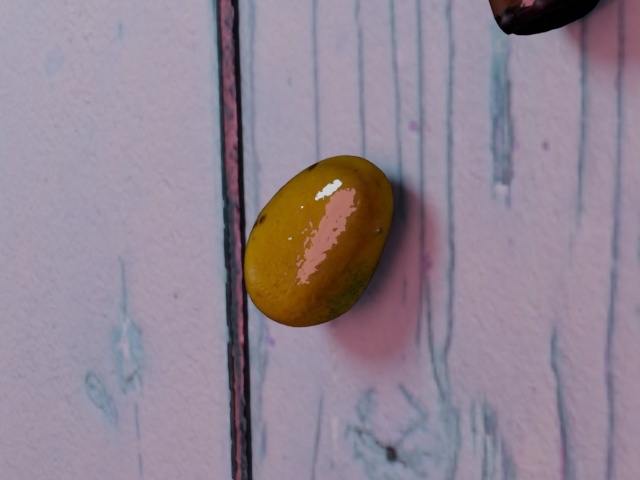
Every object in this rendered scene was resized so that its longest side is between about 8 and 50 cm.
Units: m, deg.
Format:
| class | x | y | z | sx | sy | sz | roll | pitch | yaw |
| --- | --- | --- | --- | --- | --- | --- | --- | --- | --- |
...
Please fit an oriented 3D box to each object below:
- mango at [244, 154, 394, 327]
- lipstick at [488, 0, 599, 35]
| class | x | y | z | sx | sy | sz | roll | pitch | yaw |
| --- | --- | --- | --- | --- | --- | --- | --- | --- | --- |
| mango | 0.000 | 0.000 | 0.934 | 0.114 | 0.057 | 0.079 | -49 | 55 | 35 |
| lipstick | 0.060 | -0.273 | 0.826 | 0.057 | 0.057 | 0.356 | -23 | 80 | 45 |
